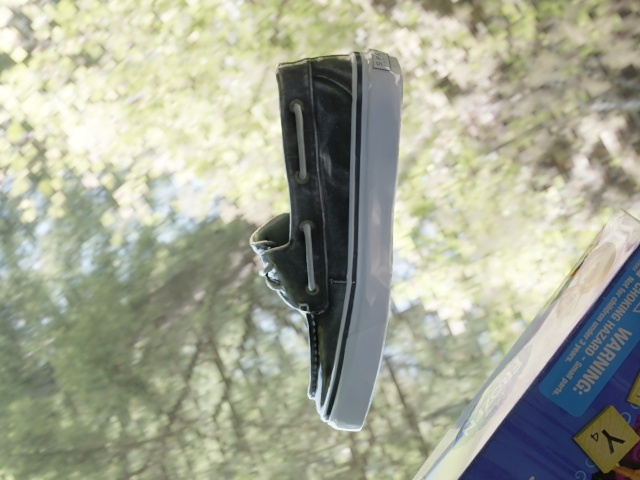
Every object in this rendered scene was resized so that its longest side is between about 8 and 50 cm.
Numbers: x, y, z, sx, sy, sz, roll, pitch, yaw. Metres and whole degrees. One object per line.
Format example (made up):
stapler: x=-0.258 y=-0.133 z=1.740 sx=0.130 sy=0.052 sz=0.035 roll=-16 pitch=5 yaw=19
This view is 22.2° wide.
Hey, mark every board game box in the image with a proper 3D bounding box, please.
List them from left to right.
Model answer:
board game box: x=0.199 y=0.202 z=0.914 sx=0.318 sy=0.066 sz=0.318 roll=35 pitch=-84 yaw=-12

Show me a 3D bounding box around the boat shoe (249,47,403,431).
boat shoe: x=0.000 y=0.000 z=1.370 sx=0.119 sy=0.121 sz=0.335 roll=2 pitch=-72 yaw=-2
